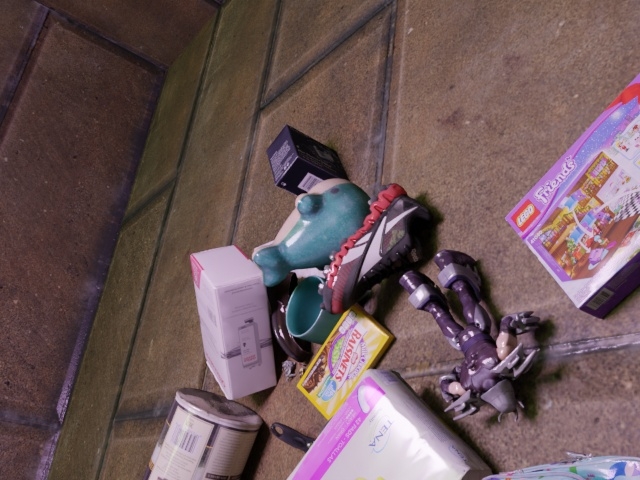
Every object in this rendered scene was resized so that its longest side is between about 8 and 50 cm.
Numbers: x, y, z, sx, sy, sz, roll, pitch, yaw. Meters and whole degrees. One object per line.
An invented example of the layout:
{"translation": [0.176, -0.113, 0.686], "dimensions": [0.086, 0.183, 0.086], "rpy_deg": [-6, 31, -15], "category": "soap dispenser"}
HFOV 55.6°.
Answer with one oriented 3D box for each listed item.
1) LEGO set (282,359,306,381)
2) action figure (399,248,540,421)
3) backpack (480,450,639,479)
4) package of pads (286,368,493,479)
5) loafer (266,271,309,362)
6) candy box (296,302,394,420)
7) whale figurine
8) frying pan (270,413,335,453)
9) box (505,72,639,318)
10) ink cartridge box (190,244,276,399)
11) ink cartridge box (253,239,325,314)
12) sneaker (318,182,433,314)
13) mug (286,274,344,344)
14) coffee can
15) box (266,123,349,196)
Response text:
{"translation": [-0.064, 0.276, 1.314], "dimensions": [0.083, 0.024, 0.054], "rpy_deg": [-30, 46, 46], "category": "LEGO set"}
{"translation": [0.225, 0.138, 0.892], "dimensions": [0.185, 0.099, 0.285], "rpy_deg": [-43, 41, 22], "category": "action figure"}
{"translation": [0.282, 0.325, 0.592], "dimensions": [0.254, 0.191, 0.225], "rpy_deg": [-27, 47, 41], "category": "backpack"}
{"translation": [0.080, 0.371, 0.887], "dimensions": [0.229, 0.101, 0.296], "rpy_deg": [41, 102, 43], "category": "package of pads"}
{"translation": [-0.062, 0.156, 1.318], "dimensions": [0.078, 0.080, 0.219], "rpy_deg": [-26, 62, 13], "category": "loafer"}
{"translation": [0.044, 0.228, 1.139], "dimensions": [0.105, 0.027, 0.205], "rpy_deg": [40, 106, 31], "category": "candy box"}
{"translation": [0.000, 0.000, 1.204], "dimensions": [0.272, 0.216, 0.141], "rpy_deg": [-35, 50, -19], "category": "whale figurine"}
{"translation": [0.010, 0.408, 1.077], "dimensions": [0.326, 0.053, 0.197], "rpy_deg": [-29, 47, 46], "category": "frying pan"}
{"translation": [0.400, -0.070, 0.788], "dimensions": [0.293, 0.057, 0.200], "rpy_deg": [-52, 34, 24], "category": "box"}
{"translation": [-0.198, 0.180, 1.371], "dimensions": [0.207, 0.117, 0.282], "rpy_deg": [36, 135, 57], "category": "ink cartridge box"}
{"translation": [-0.067, 0.069, 1.457], "dimensions": [0.225, 0.056, 0.180], "rpy_deg": [-20, 51, 28], "category": "ink cartridge box"}
{"translation": [0.108, 0.028, 1.097], "dimensions": [0.135, 0.097, 0.276], "rpy_deg": [29, 75, 28], "category": "sneaker"}
{"translation": [0.014, 0.143, 1.210], "dimensions": [0.158, 0.097, 0.129], "rpy_deg": [-8, 62, 55], "category": "mug"}
{"translation": [-0.267, 0.487, 1.314], "dimensions": [0.202, 0.202, 0.275], "rpy_deg": [14, 81, 59], "category": "coffee can"}
{"translation": [-0.032, -0.174, 1.441], "dimensions": [0.093, 0.156, 0.158], "rpy_deg": [-51, 34, 24], "category": "box"}
